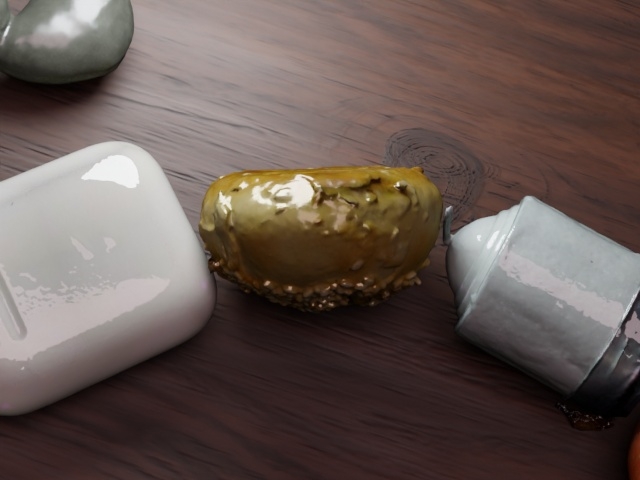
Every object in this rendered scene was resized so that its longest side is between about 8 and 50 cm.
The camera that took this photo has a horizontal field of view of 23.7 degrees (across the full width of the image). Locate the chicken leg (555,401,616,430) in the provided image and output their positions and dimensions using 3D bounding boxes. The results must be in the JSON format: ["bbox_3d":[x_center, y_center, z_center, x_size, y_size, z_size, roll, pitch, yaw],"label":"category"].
[{"bbox_3d":[0.354,0.236,2.041,0.083,0.021,0.036,7,82,-2],"label":"chicken leg"}]

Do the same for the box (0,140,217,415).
[{"bbox_3d":[-0.325,0.044,1.936,0.349,0.141,0.289,-24,79,-16],"label":"box"}]

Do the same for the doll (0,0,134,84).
[{"bbox_3d":[-0.446,-0.392,2.048,0.378,0.252,0.382,17,71,-37],"label":"doll"}]

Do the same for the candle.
[{"bbox_3d":[0.299,0.072,1.984,0.342,0.221,0.221,29,71,5],"label":"candle"}]

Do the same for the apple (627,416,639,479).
[{"bbox_3d":[0.517,0.283,1.948,0.260,0.216,0.260,2,72,-6],"label":"apple"}]

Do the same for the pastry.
[{"bbox_3d":[0.000,0.000,1.937,0.315,0.284,0.184,-4,95,-26],"label":"pastry"}]
